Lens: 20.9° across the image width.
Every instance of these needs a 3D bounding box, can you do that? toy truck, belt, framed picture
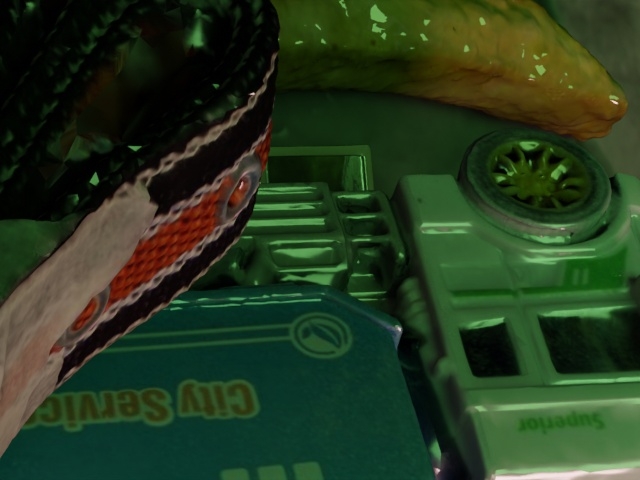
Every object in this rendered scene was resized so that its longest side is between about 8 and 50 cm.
[{"bbox_3d":[-0.045,0.064,0.607,0.367,0.146,0.175,-4,46,-15],"label":"toy truck"},{"bbox_3d":[-0.111,0.041,0.455,0.126,0.094,0.359,18,49,4],"label":"belt"},{"bbox_3d":[0.000,0.000,0.798,0.066,0.006,0.089,-3,87,-34],"label":"framed picture"}]

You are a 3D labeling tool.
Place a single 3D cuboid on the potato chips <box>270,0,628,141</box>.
[{"bbox_3d":[-0.020,-0.081,0.760,0.407,0.057,0.080,-4,82,-35],"label":"potato chips"}]
